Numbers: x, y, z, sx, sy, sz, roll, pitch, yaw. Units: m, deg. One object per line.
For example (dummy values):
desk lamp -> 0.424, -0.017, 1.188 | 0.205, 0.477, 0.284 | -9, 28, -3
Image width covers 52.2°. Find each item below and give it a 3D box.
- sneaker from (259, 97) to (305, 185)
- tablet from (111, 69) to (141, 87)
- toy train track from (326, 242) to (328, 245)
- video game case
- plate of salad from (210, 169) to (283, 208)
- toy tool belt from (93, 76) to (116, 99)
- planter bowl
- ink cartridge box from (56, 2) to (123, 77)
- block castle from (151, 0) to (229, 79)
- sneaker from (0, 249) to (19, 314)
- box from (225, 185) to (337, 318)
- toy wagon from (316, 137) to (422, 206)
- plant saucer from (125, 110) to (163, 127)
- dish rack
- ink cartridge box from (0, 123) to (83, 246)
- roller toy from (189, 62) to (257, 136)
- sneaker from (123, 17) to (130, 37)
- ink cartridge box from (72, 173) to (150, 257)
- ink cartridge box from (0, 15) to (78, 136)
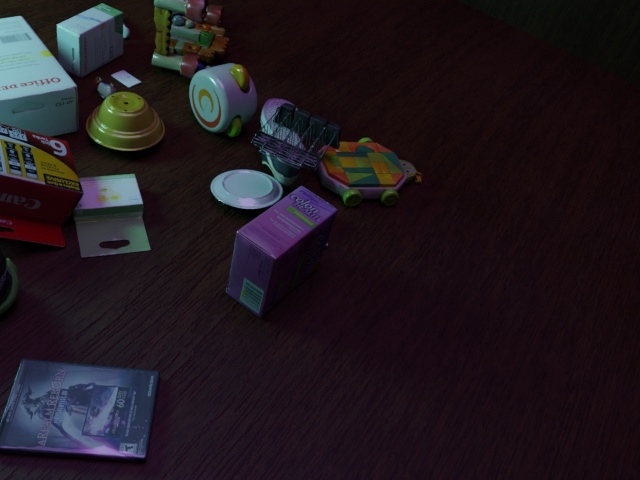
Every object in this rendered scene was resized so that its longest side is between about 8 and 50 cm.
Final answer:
sneaker -> -0.121, -0.294, 1.942 | 0.126, 0.127, 0.321 | 6, 43, -15
tablet -> -0.621, -0.518, 2.094 | 0.083, 0.006, 0.054 | 35, 46, 17
toy train track -> 0.000, 0.000, 1.768 | 0.048, 0.014, 0.083 | 14, 38, 7
video game case -> -0.467, 0.331, 1.281 | 0.274, 0.026, 0.196 | 8, 44, -11
plate of salad -> -0.204, -0.137, 1.815 | 0.199, 0.048, 0.200 | 6, 35, -4
toy tool belt -> -0.653, -0.461, 2.003 | 0.083, 0.052, 0.051 | 43, 18, 20
planter bowl -> -0.546, -0.354, 1.839 | 0.217, 0.090, 0.217 | 9, 44, -9
ink cartridge box -> -0.725, -0.633, 2.068 | 0.093, 0.154, 0.212 | 26, 45, 8
block castle -> -0.404, -0.769, 2.200 | 0.212, 0.303, 0.453 | 14, 45, -5
sneaker -> -0.859, 0.079, 1.279 | 0.482, 0.202, 0.185 | -12, 50, -28
box -> -0.094, 0.026, 1.566 | 0.117, 0.214, 0.243 | 34, 45, 17
toy wagon -> 0.157, -0.217, 1.994 | 0.344, 0.068, 0.267 | -2, 47, -19
plant saucer -> -0.556, -0.320, 1.893 | 0.195, 0.037, 0.195 | 9, 44, -9
dish rack -> -0.066, -0.273, 1.791 | 0.208, 0.074, 0.271 | 23, 41, 5
ink cartridge box -> -0.729, -0.141, 1.511 | 0.309, 0.130, 0.272 | 12, 37, -45
roller toy -> -0.289, -0.434, 1.977 | 0.191, 0.209, 0.146 | 25, 39, 38
sneaker -> -0.699, -0.760, 2.275 | 0.065, 0.061, 0.158 | -24, 57, -42
ink cartridge box -> -0.530, -0.068, 1.639 | 0.171, 0.056, 0.235 | -7, 47, -24
ink cartridge box -> -0.887, -0.443, 1.822 | 0.279, 0.160, 0.385 | -22, 56, -33
